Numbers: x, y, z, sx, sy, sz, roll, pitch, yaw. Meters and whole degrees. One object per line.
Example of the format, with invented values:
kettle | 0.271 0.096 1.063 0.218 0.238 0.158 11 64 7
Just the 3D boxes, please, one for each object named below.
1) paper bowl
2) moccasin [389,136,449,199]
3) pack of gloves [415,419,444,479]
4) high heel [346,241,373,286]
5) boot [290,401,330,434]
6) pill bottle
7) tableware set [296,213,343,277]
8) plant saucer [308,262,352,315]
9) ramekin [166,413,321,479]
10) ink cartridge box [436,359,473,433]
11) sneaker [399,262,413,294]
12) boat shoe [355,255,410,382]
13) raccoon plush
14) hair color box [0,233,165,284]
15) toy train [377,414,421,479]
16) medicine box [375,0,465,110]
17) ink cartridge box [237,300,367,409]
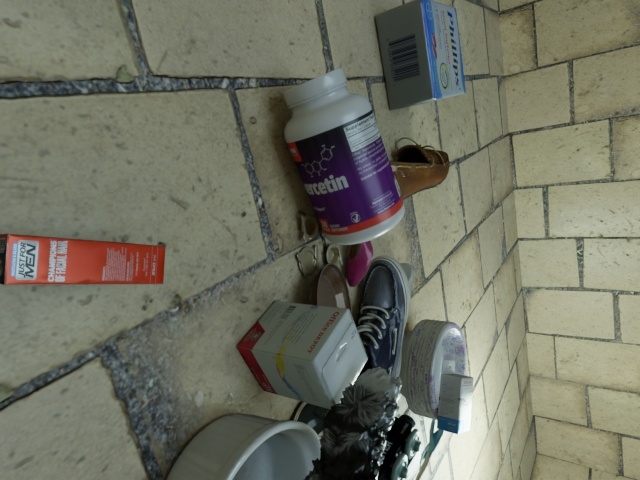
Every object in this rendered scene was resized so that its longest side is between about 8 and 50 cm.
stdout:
paper bowl | 0.324 0.381 1.233 0.284 0.148 0.284 1 88 -54
moccasin | 0.272 -0.224 1.202 0.380 0.139 0.147 -23 117 -41
pack of gloves | 0.341 0.625 1.286 0.232 0.046 0.195 -60 160 -3
high heel | 0.073 -0.016 0.988 0.117 0.082 0.244 18 87 -23
boot | 0.029 0.363 0.848 0.198 0.137 0.077 -50 127 -40
pill bottle | 0.042 -0.165 0.831 0.181 0.181 0.323 -43 117 -45
tableware set | 0.000 0.000 0.915 0.169 0.020 0.141 -17 103 -52
plant saucer | 0.020 0.150 0.895 0.198 0.036 0.198 -10 90 -67
ramekin | -0.119 0.419 0.652 0.277 0.135 0.277 1 89 -52
ink cartridge box | 0.374 0.427 1.129 0.104 0.060 0.180 21 73 -50
sneaker | 0.230 0.171 1.180 0.212 0.080 0.094 -62 146 -35
boat shoe | 0.137 0.210 1.001 0.158 0.127 0.340 -2 92 -61
raccoon plush | 0.069 0.465 0.605 0.446 0.216 0.299 -45 132 -34
hair color box | -0.282 0.026 0.478 0.167 0.093 0.053 6 83 -53
toy train | 0.151 0.588 1.017 0.334 0.142 0.190 -29 122 -49
medicine box | 0.312 -0.554 1.238 0.289 0.149 0.263 -31 114 -48
ink cartridge box | -0.029 0.202 0.742 0.128 0.176 0.127 -48 126 -42
